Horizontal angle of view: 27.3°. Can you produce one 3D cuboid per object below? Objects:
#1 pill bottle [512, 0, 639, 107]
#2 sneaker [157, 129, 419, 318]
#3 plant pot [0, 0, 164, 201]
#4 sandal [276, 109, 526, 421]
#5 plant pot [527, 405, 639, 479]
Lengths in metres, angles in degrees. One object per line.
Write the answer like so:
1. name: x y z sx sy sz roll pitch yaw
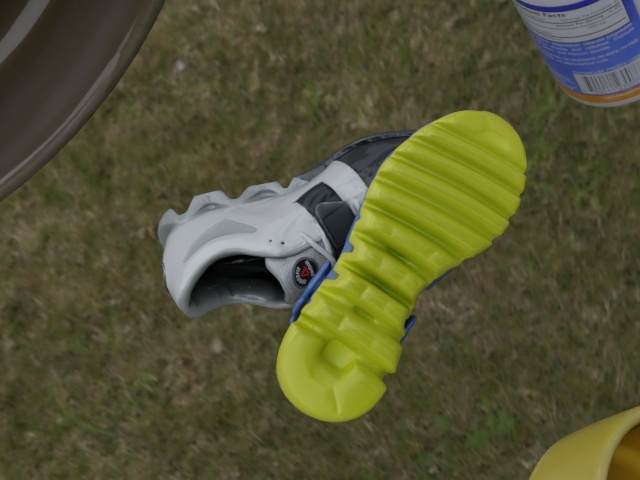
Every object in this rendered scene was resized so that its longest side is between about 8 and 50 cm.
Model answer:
1. pill bottle: 0.261 -0.267 1.305 0.152 0.272 0.152 -16 53 22
2. sneaker: 0.000 0.000 1.321 0.330 0.122 0.146 -20 38 7
3. plant pot: -0.262 -0.171 0.532 0.323 0.323 0.280 -41 65 -4
4. sandal: 0.064 0.014 1.190 0.126 0.138 0.317 40 85 -4
5. plant pot: 0.215 0.283 1.055 0.239 0.254 0.254 -30 56 42
